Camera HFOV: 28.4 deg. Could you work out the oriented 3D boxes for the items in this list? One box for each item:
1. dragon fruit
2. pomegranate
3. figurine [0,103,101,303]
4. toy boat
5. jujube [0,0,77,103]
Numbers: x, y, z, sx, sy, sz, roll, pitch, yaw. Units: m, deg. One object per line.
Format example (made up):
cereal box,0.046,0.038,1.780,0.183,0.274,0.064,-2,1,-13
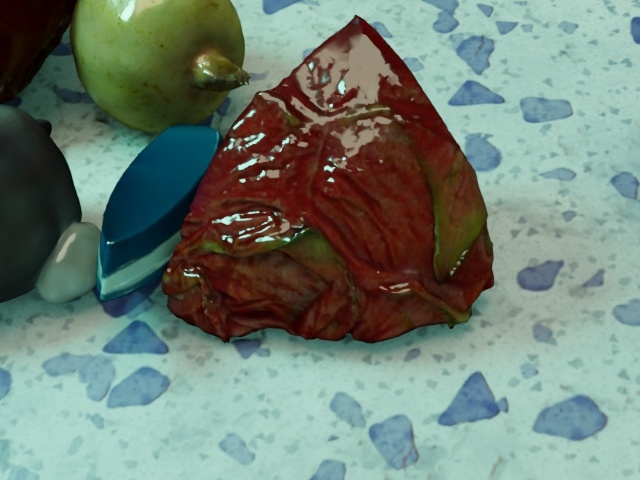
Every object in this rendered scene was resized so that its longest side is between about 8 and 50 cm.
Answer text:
dragon fruit,0.000,0.000,1.277,0.330,0.240,0.302,-35,81,2
pomegranate,-0.187,-0.222,1.435,0.207,0.207,0.207,-2,48,3
figurine,-0.412,-0.042,1.344,0.365,0.206,0.218,10,21,44
toy boat,-0.169,-0.035,1.303,0.096,0.062,0.299,11,32,8
jujube,-0.404,-0.327,1.493,0.276,0.277,0.377,-1,39,3
